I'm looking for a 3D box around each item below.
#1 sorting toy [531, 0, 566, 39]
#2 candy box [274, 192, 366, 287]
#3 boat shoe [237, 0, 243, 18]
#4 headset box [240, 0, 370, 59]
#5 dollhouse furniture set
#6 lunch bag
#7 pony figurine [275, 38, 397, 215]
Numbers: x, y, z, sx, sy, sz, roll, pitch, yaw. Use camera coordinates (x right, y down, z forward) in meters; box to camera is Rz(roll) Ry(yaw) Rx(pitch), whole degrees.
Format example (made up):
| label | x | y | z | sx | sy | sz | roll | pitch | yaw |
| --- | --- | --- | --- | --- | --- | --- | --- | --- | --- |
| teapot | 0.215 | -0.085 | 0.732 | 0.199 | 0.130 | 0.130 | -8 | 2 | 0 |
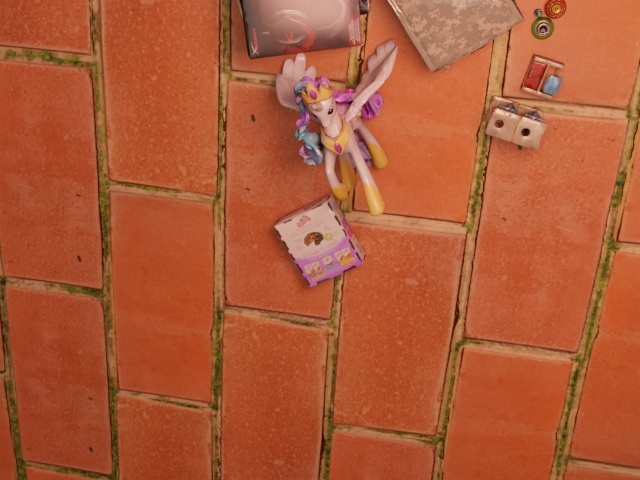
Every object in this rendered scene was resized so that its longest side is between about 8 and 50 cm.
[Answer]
| label | x | y | z | sx | sy | sz | roll | pitch | yaw |
| --- | --- | --- | --- | --- | --- | --- | --- | --- | --- |
| sorting toy | 0.512 | -0.502 | 1.822 | 0.061 | 0.042 | 0.102 | 26 | 115 | -1 |
| candy box | 0.000 | 0.000 | 2.109 | 0.165 | 0.070 | 0.196 | -24 | 107 | 19 |
| boat shoe | -0.159 | -0.573 | 1.897 | 0.065 | 0.075 | 0.206 | -17 | 104 | 20 |
| headset box | -0.033 | -0.542 | 1.833 | 0.293 | 0.110 | 0.218 | -8 | 110 | -5 |
| dollhouse furniture set | 0.468 | -0.328 | 1.854 | 0.129 | 0.129 | 0.183 | 19 | 115 | 2 |
| lunch bag | 0.283 | -0.542 | 1.779 | 0.235 | 0.169 | 0.287 | -28 | 101 | 19 |
| pony figurine | 0.053 | -0.283 | 1.866 | 0.303 | 0.351 | 0.363 | -12 | 129 | 19 |
